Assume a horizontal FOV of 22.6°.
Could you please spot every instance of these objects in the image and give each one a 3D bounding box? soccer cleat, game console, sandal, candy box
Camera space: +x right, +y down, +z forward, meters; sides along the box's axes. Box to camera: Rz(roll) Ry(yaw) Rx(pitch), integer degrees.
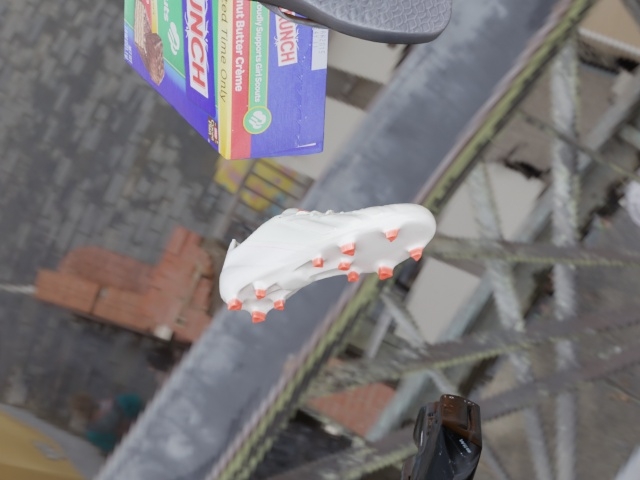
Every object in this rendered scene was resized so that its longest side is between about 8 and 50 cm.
[{"bbox_3d":[0.000,0.000,1.248,0.196,0.068,0.076,-22,53,29],"label":"soccer cleat"},{"bbox_3d":[0.101,0.228,1.475,0.044,0.361,0.213,17,102,1],"label":"game console"},{"bbox_3d":[-0.022,-0.209,1.228,0.254,0.054,0.097,15,69,2],"label":"sandal"},{"bbox_3d":[-0.105,-0.265,1.694,0.317,0.122,0.268,43,136,53],"label":"candy box"}]
